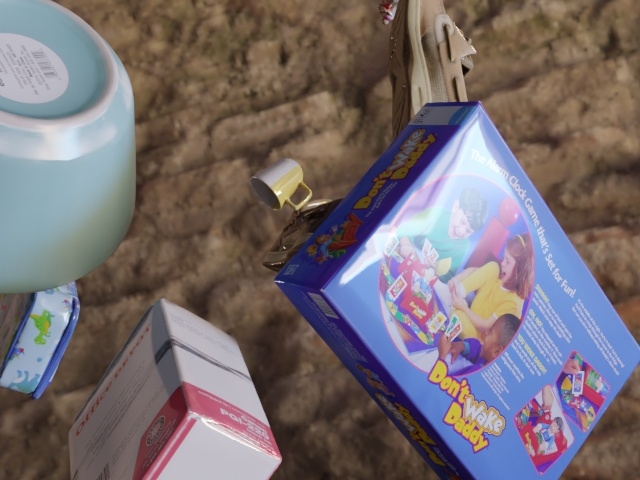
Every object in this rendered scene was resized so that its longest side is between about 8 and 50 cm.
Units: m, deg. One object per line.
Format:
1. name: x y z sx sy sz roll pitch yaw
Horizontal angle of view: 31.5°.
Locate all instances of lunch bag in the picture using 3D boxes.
1. lunch bag: -0.434 0.125 1.709 0.090 0.176 0.219 23 -169 -24

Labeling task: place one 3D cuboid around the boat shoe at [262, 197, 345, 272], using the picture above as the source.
1. boat shoe: 0.000 0.000 1.661 0.123 0.123 0.342 25 170 -4

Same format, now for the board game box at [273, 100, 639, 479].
1. board game box: 0.145 0.076 1.072 0.233 0.347 0.078 -49 -151 -20

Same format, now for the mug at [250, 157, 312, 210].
1. mug: -0.054 -0.081 1.655 0.064 0.078 0.062 -43 -170 -23

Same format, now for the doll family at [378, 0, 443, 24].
1. doll family: 0.192 -0.471 1.891 0.263 0.118 0.163 -36 143 20

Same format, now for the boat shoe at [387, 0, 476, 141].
1. boat shoe: 0.164 -0.257 1.649 0.110 0.341 0.122 7 149 -8

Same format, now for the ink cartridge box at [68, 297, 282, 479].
1. ink cartridge box: -0.127 0.165 0.921 0.158 0.092 0.218 -55 -156 9

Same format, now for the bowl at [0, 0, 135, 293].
1. bowl: -0.301 -0.121 1.074 0.311 0.311 0.163 -28 160 -45
